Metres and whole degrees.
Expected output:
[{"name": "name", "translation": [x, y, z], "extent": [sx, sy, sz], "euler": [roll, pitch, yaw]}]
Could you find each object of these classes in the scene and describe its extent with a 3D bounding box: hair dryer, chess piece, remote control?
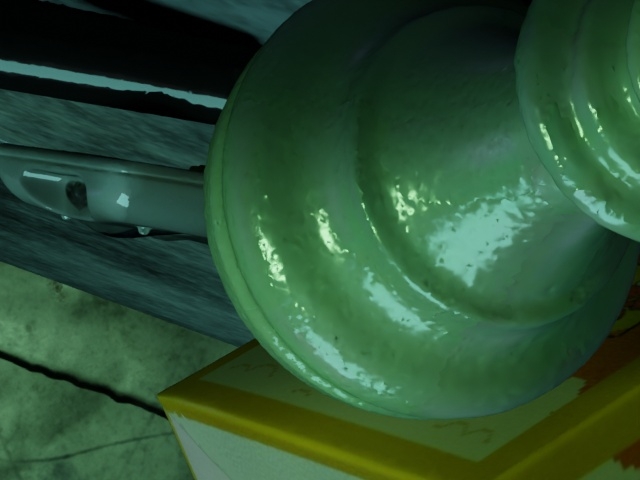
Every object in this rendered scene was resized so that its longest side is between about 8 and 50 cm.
[{"name": "hair dryer", "translation": [-0.145, -0.081, 0.793], "extent": [0.251, 0.089, 0.197], "euler": [12, 171, 7]}, {"name": "chess piece", "translation": [0.077, -0.036, 0.477], "extent": [0.139, 0.139, 0.272], "euler": [22, 160, -19]}, {"name": "remote control", "translation": [0.000, 0.000, 0.895], "extent": [0.313, 0.055, 0.109], "euler": [9, -179, -41]}]

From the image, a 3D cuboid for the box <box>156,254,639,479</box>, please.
[{"name": "box", "translation": [0.119, 0.151, 0.769], "extent": [0.259, 0.214, 0.283], "euler": [6, 123, 60]}]
